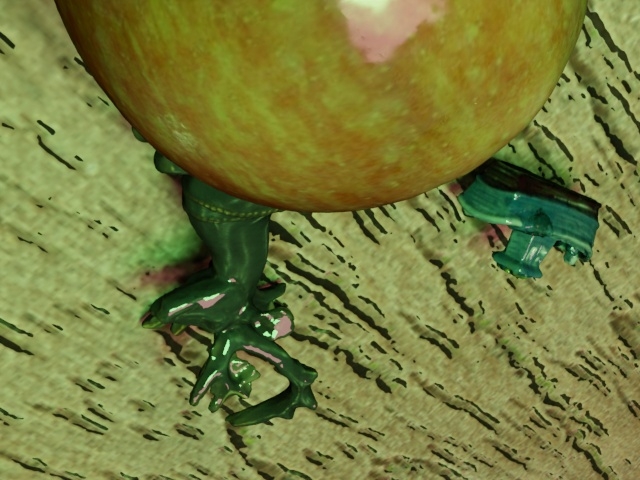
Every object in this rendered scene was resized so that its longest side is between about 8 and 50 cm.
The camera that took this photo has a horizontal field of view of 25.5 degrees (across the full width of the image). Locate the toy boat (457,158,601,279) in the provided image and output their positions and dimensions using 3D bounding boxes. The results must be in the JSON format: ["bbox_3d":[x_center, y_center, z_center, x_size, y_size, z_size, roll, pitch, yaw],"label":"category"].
[{"bbox_3d":[0.128,-0.008,0.854,0.137,0.060,0.061,11,106,-56],"label":"toy boat"}]

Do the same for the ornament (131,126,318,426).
[{"bbox_3d":[0.000,0.000,0.736,0.202,0.080,0.236,-17,140,-22],"label":"ornament"}]

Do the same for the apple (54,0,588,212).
[{"bbox_3d":[-0.003,-0.107,0.499,0.188,0.188,0.174,-39,137,5],"label":"apple"}]
